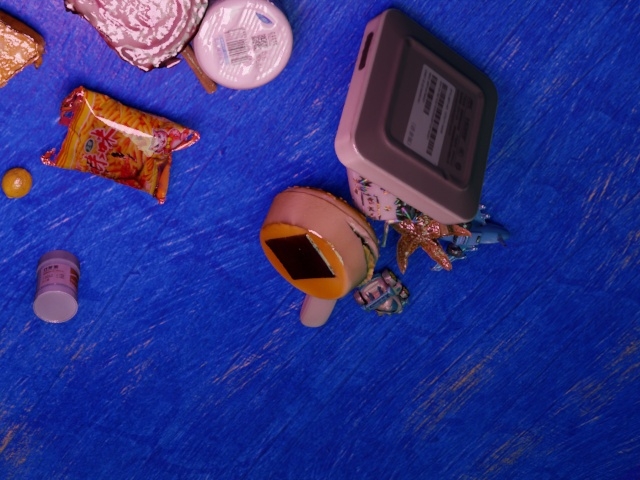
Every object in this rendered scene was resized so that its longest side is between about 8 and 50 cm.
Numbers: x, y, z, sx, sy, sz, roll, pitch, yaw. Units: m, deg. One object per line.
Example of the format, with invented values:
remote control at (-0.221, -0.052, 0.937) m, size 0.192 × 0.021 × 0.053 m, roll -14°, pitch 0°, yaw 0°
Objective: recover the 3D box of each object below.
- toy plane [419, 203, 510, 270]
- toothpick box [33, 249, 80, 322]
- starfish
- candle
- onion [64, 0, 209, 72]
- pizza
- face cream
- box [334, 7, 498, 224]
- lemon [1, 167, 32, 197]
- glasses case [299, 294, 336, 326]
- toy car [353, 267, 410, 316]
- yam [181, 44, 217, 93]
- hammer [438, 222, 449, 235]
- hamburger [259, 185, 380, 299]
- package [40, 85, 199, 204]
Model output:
toy plane at (0.377, -0.021, 2.117) m, size 0.271 × 0.105 × 0.254 m, roll 7°, pitch 119°, yaw -14°
toothpick box at (-0.620, 0.107, 1.928) m, size 0.101 × 0.153 × 0.101 m, roll -7°, pitch 129°, yaw -9°
starfish at (0.245, -0.014, 2.043) m, size 0.277 × 0.062 × 0.236 m, roll 10°, pitch 115°, yaw 19°
candle at (0.153, -0.138, 1.911) m, size 0.187 × 0.187 × 0.330 m, roll -14°, pitch 132°, yaw -3°
onion at (-0.345, -0.497, 1.538) m, size 0.280 × 0.146 × 0.314 m, roll -44°, pitch 118°, yaw 3°
pizza at (-0.666, -0.349, 1.607) m, size 0.251 × 0.074 × 0.288 m, roll -4°, pitch 129°, yaw -11°
face cream at (-0.160, -0.414, 1.660) m, size 0.206 × 0.111 × 0.206 m, roll -8°, pitch 127°, yaw -11°
box at (0.222, -0.258, 1.741) m, size 0.373 × 0.367 × 0.090 m, roll 27°, pitch 157°, yaw -30°
lemon at (-0.667, -0.125, 1.792) m, size 0.062 × 0.062 × 0.083 m, roll 23°, pitch 117°, yaw -29°
glasses case at (0.003, 0.151, 2.187) m, size 0.081 × 0.051 × 0.204 m, roll 10°, pitch 125°, yaw -20°
toy car at (0.177, 0.167, 2.214) m, size 0.126 × 0.098 × 0.161 m, roll -35°, pitch 126°, yaw 16°
yam at (-0.264, -0.371, 1.718) m, size 0.032 × 0.032 × 0.145 m, roll -29°, pitch 128°, yaw 9°
hammer at (0.272, -0.104, 1.979) m, size 0.062 × 0.199 × 0.013 m, roll -14°, pitch 165°, yaw 0°
hamburger at (0.000, 0.000, 1.935) m, size 0.176 × 0.300 × 0.300 m, roll -51°, pitch 137°, yaw -30°
package at (-0.433, -0.205, 1.764) m, size 0.288 × 0.108 × 0.223 m, roll 22°, pitch 125°, yaw -20°
